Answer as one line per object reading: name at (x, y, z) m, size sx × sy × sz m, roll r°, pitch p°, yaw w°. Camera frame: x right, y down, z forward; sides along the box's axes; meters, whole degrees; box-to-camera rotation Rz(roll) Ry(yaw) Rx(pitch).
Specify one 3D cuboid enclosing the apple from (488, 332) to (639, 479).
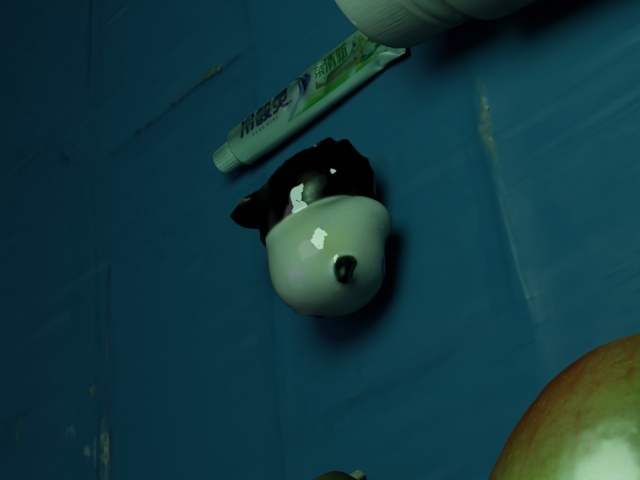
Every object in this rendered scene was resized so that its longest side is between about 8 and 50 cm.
apple at (0.253, 0.216, 0.902) m, size 0.319 × 0.319 × 0.277 m, roll -20°, pitch 33°, yaw 43°

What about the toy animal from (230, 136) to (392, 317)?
toy animal at (0.000, 0.000, 1.427) m, size 0.166 × 0.138 × 0.179 m, roll -60°, pitch 44°, yaw 44°

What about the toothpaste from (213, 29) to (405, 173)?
toothpaste at (-0.016, -0.166, 1.579) m, size 0.296 × 0.048 × 0.075 m, roll -35°, pitch 50°, yaw 32°

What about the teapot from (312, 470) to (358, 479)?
teapot at (0.029, 0.336, 1.216) m, size 0.175 × 0.185 × 0.268 m, roll 36°, pitch 138°, yaw 27°

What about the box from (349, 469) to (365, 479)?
box at (0.019, 0.253, 1.331) m, size 0.012 × 0.083 × 0.046 m, roll 30°, pitch 100°, yaw 14°

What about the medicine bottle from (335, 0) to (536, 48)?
medicine bottle at (0.171, -0.326, 1.296) m, size 0.339 × 0.208 × 0.208 m, roll -21°, pitch 59°, yaw 43°
